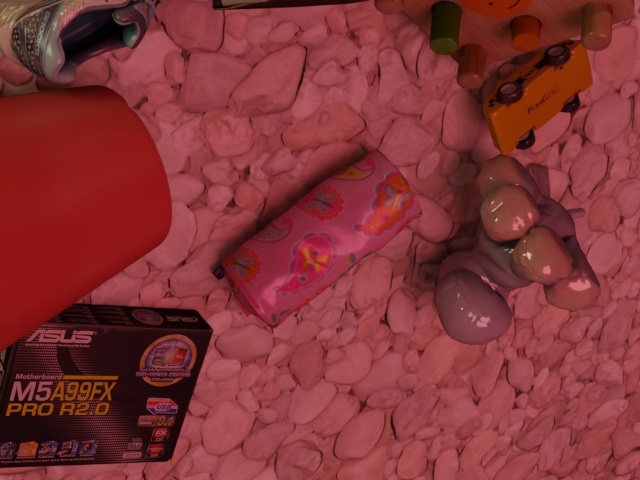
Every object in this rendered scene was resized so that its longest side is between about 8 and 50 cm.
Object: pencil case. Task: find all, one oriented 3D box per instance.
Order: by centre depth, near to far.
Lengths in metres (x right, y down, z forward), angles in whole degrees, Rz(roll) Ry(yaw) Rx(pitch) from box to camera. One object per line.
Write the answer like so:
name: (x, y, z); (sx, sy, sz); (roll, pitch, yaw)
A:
pencil case: (0.000, 0.000, 1.451); (0.284, 0.124, 0.124); (-39, 130, -7)

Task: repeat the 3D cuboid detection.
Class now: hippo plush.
hippo plush: (0.249, 0.018, 1.585); (0.236, 0.294, 0.234); (-36, 112, 24)

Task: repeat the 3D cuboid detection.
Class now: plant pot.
plant pot: (-0.311, -0.038, 1.145); (0.243, 0.275, 0.275); (-25, 128, -31)

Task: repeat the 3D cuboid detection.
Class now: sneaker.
sneaker: (-0.205, -0.263, 1.140); (0.283, 0.122, 0.110); (-42, 148, -11)

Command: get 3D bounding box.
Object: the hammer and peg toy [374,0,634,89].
hammer and peg toy: (0.188, -0.335, 1.278); (0.361, 0.266, 0.127); (34, 56, -41)

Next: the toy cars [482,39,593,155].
toy cars: (0.331, -0.308, 1.504); (0.176, 0.087, 0.394); (9, 108, -41)

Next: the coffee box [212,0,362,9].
coffee box: (-0.029, -0.399, 1.130); (0.168, 0.119, 0.297); (-10, 102, -33)

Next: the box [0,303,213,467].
box: (-0.297, 0.191, 1.406); (0.270, 0.060, 0.216); (6, 113, -35)
